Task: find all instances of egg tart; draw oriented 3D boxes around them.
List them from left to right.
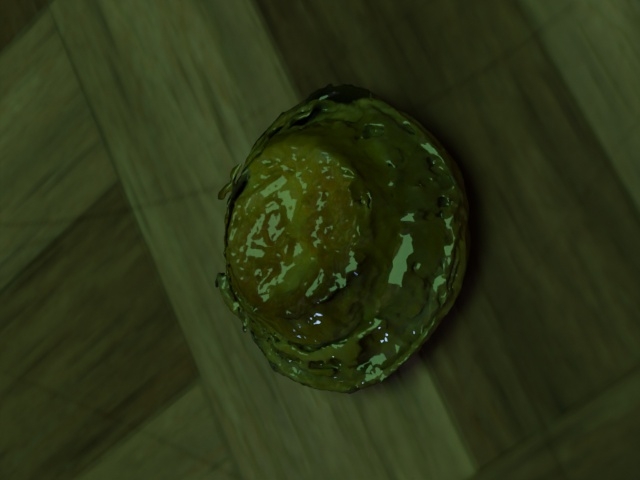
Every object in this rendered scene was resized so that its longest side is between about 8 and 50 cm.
[{"bbox_3d":[0.000,0.000,0.693,0.130,0.052,0.130,-3,85,38],"label":"egg tart"}]
